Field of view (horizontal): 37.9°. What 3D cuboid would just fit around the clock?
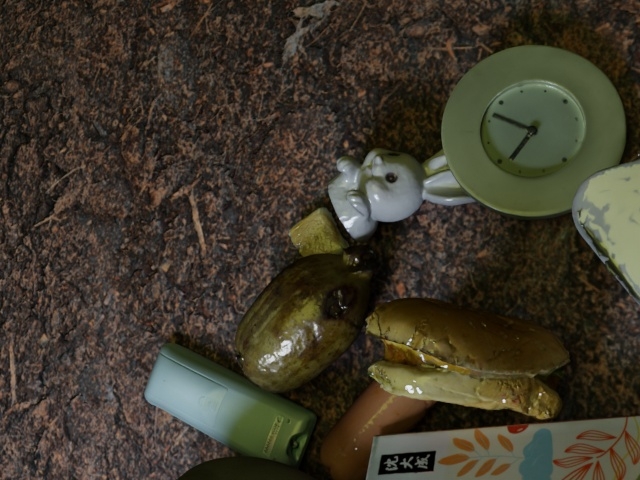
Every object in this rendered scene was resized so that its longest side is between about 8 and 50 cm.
[{"bbox_3d":[0.273,-0.140,1.204,0.235,0.029,0.235,-3,75,13],"label":"clock"}]

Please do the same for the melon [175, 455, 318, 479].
[{"bbox_3d":[-0.079,0.420,1.192,0.330,0.268,0.268,22,92,33],"label":"melon"}]

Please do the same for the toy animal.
[{"bbox_3d":[0.120,-0.084,1.257,0.221,0.131,0.103,-24,43,21],"label":"toy animal"}]

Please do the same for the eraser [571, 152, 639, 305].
[{"bbox_3d":[0.470,0.043,1.031,0.331,0.150,0.331,-7,75,27],"label":"eraser"}]

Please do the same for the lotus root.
[{"bbox_3d":[-0.017,0.103,1.296,0.260,0.128,0.145,-45,52,13],"label":"lotus root"}]

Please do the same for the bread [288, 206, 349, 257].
[{"bbox_3d":[0.000,0.000,1.358,0.070,0.035,0.083,-40,71,17],"label":"bread"}]

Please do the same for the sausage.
[{"bbox_3d":[0.105,0.208,1.235,0.086,0.086,0.289,46,105,27],"label":"sausage"}]

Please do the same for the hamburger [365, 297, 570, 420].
[{"bbox_3d":[0.184,0.139,1.108,0.262,0.131,0.124,10,85,-13],"label":"hamburger"}]

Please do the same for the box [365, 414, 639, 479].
[{"bbox_3d":[0.223,0.380,1.027,0.385,0.122,0.344,-10,43,26],"label":"box"}]

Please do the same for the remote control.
[{"bbox_3d":[-0.144,0.247,1.383,0.293,0.051,0.103,21,91,29],"label":"remote control"}]
